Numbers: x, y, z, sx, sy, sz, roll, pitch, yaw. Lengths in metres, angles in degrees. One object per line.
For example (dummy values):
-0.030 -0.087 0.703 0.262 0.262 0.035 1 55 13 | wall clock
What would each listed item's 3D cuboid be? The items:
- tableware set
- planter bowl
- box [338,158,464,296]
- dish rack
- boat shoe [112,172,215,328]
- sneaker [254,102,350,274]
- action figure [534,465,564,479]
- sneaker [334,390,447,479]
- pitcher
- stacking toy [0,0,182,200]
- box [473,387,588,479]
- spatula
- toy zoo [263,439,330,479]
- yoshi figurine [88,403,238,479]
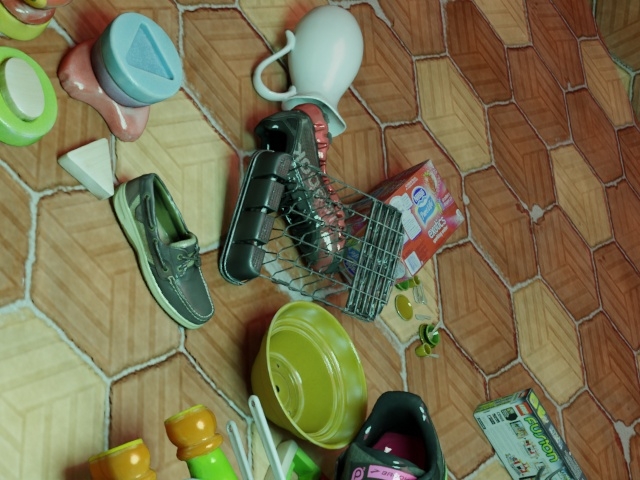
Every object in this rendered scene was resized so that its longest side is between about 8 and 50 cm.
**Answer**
0.169 0.127 2.195 0.104 0.024 0.154 13 60 -50 | tableware set
-0.034 0.201 1.815 0.217 0.090 0.217 31 48 -41 | planter bowl
0.124 -0.022 2.136 0.128 0.123 0.257 60 34 -9 | box
0.000 0.000 1.899 0.272 0.074 0.208 24 75 -30 | dish rack
-0.200 0.013 1.719 0.223 0.073 0.080 62 34 -5 | boat shoe
-0.037 -0.078 1.981 0.135 0.098 0.276 -6 82 -41 | sneaker
0.341 0.509 2.099 0.164 0.141 0.275 15 74 -47 | action figure
0.058 0.378 1.656 0.482 0.185 0.202 -73 160 -55 | sneaker
-0.019 -0.298 2.130 0.178 0.125 0.207 25 61 -25 | pitcher
-0.310 -0.233 1.672 0.309 0.130 0.279 36 44 -36 | stacking toy
0.370 0.365 2.242 0.207 0.114 0.036 58 34 -12 | box
-0.086 0.332 1.607 0.019 0.168 0.242 -5 66 -44 | spatula
0.012 0.444 1.782 0.293 0.030 0.192 50 37 -22 | toy zoo
-0.126 0.386 1.488 0.362 0.204 0.203 63 26 7 | yoshi figurine
